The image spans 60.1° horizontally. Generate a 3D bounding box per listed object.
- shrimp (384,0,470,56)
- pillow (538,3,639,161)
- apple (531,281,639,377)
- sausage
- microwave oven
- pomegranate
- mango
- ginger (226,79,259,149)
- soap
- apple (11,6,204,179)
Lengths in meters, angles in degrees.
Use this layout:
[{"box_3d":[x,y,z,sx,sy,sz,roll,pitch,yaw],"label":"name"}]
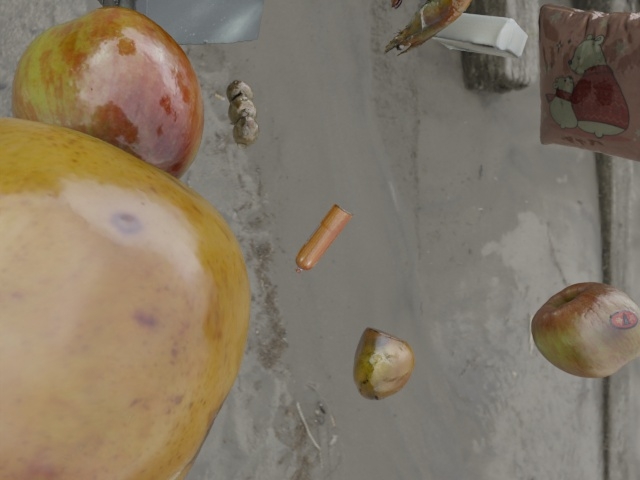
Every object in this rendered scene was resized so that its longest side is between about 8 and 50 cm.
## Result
[{"box_3d":[0.201,-0.469,1.110,0.150,0.249,0.068,40,48,-3],"label":"shrimp"},{"box_3d":[0.401,-0.217,0.784,0.084,0.236,0.223,-25,122,-17],"label":"pillow"},{"box_3d":[0.326,0.110,0.677,0.126,0.126,0.102,-33,90,-30],"label":"apple"},{"box_3d":[0.000,0.000,0.739,0.031,0.031,0.107,30,103,-32],"label":"sausage"},{"box_3d":[-0.353,-0.665,1.288,0.374,0.432,0.236,-16,141,-32],"label":"microwave oven"},{"box_3d":[-0.265,0.086,0.512,0.416,0.416,0.417,-1,92,-36],"label":"pomegranate"},{"box_3d":[0.151,0.313,1.367,0.236,0.136,0.166,28,78,-64],"label":"mango"},{"box_3d":[-0.215,-0.357,1.541,0.080,0.104,0.204,-2,61,-21],"label":"ginger"},{"box_3d":[0.342,-0.448,1.209,0.121,0.183,0.064,-5,114,-55],"label":"soap"},{"box_3d":[-0.325,-0.220,0.887,0.301,0.301,0.301,-1,92,-36],"label":"apple"}]
